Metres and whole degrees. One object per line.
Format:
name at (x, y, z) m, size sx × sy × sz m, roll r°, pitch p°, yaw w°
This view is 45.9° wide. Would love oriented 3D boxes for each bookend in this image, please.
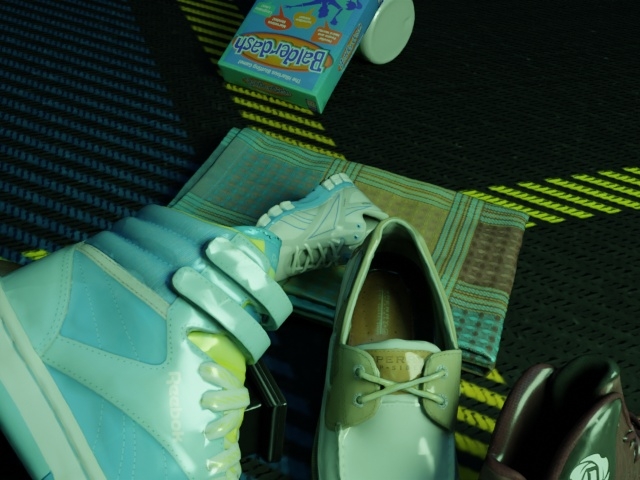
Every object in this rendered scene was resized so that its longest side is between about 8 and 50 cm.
bookend at (-0.130, 0.115, 0.589) m, size 0.157 × 0.072 × 0.156 m, roll -13°, pitch 42°, yaw -23°

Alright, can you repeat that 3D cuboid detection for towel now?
towel at (0.023, -0.010, 0.801) m, size 0.370 × 0.040 × 0.271 m, roll 16°, pitch 39°, yaw 12°

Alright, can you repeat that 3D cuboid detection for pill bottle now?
pill bottle at (0.036, -0.370, 1.200) m, size 0.208 × 0.117 × 0.118 m, roll 34°, pitch 45°, yaw 31°

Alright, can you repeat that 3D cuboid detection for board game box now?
board game box at (-0.026, -0.298, 1.074) m, size 0.160 × 0.047 × 0.210 m, roll 21°, pitch 72°, yaw 17°

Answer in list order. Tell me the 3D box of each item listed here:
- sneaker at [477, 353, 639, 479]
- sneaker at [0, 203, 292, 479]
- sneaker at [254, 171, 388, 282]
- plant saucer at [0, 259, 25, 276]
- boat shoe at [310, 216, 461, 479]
sneaker at (0.215, 0.140, 0.518) m, size 0.281 × 0.162 × 0.106 m, roll -17°, pitch 24°, yaw -32°
sneaker at (-0.069, 0.106, 0.478) m, size 0.208 × 0.127 × 0.319 m, roll -35°, pitch 77°, yaw -17°
sneaker at (0.000, 0.000, 0.705) m, size 0.083 × 0.071 × 0.191 m, roll 34°, pitch 45°, yaw 20°
plant saucer at (-0.304, 0.081, 0.572) m, size 0.199 × 0.036 × 0.198 m, roll -13°, pitch 45°, yaw 13°
boat shoe at (0.050, 0.113, 0.572) m, size 0.113 × 0.103 × 0.302 m, roll 1°, pitch 48°, yaw -4°
